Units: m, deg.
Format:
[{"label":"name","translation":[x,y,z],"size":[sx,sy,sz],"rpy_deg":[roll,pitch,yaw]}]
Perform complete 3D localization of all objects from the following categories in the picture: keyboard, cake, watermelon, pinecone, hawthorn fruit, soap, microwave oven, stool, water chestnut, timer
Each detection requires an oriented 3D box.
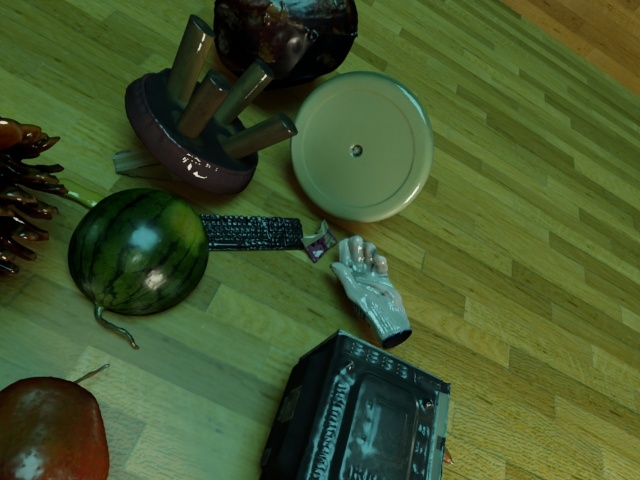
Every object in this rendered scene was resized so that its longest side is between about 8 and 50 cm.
[{"label":"keyboard","translation":[-0.137,-0.016,0.843],"size":[0.231,0.023,0.072],"rpy_deg":[1,63,-27]},{"label":"cake","translation":[-0.319,-0.139,0.824],"size":[0.121,0.065,0.052],"rpy_deg":[-8,62,-6]},{"label":"watermelon","translation":[-0.279,0.010,0.688],"size":[0.204,0.127,0.232],"rpy_deg":[40,56,-4]},{"label":"pinecone","translation":[-0.469,-0.052,0.559],"size":[0.264,0.264,0.264],"rpy_deg":[13,56,-20]},{"label":"hawthorn fruit","translation":[-0.328,0.225,0.521],"size":[0.163,0.162,0.203],"rpy_deg":[10,42,-22]},{"label":"soap","translation":[-0.406,-0.078,0.749],"size":[0.089,0.012,0.034],"rpy_deg":[27,52,-10]},{"label":"microwave oven","translation":[0.047,0.315,0.629],"size":[0.238,0.181,0.295],"rpy_deg":[29,52,-10]},{"label":"stool","translation":[-0.188,-0.237,0.802],"size":[0.272,0.178,0.272],"rpy_deg":[37,30,-26]},{"label":"water chestnut","translation":[-0.077,-0.518,0.993],"size":[0.336,0.346,0.335],"rpy_deg":[-1,24,0]},{"label":"timer","translation":[0.126,-0.214,0.985],"size":[0.291,0.291,0.315],"rpy_deg":[45,28,5]}]

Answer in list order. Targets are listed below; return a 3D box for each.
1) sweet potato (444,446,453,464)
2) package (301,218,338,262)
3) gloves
[{"label":"sweet potato","translation":[0.196,0.361,0.773],"size":[0.095,0.034,0.034],"rpy_deg":[43,50,-11]},{"label":"package","translation":[0.000,0.000,0.897],"size":[0.083,0.029,0.059],"rpy_deg":[-42,108,-37]},{"label":"gloves","translation":[0.093,0.096,0.846],"size":[0.119,0.097,0.229],"rpy_deg":[-8,69,-36]}]
